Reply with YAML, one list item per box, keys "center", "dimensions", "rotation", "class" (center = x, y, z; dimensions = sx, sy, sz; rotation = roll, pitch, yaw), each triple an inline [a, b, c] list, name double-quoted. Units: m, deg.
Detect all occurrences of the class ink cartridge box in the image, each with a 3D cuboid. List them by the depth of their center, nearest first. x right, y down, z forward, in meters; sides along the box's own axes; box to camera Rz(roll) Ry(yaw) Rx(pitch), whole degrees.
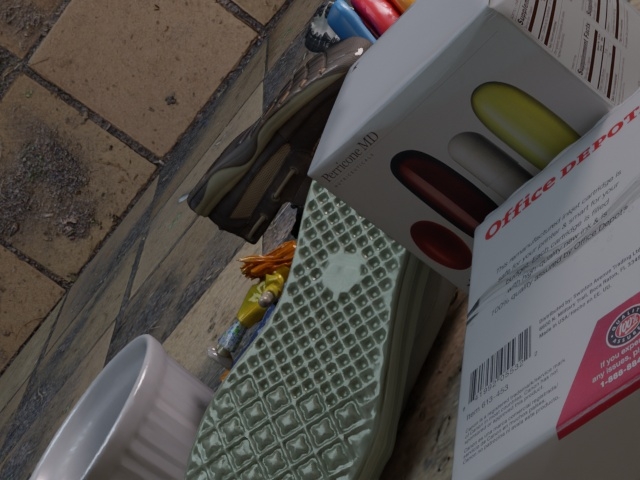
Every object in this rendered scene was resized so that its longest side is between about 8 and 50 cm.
- center: [0.169, 0.042, 0.622]
  dimensions: [0.172, 0.100, 0.237]
  rotation: [-43, 19, 34]
  class: "ink cartridge box"

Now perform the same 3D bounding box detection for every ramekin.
- center: [-0.220, 0.257, 1.256]
  dimensions: [0.277, 0.135, 0.277]
  rotation: [-49, 16, 19]
  class: "ramekin"

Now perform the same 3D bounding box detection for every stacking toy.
- center: [0.169, -0.306, 1.339]
  dimensions: [0.302, 0.166, 0.175]
  rotation: [-40, 6, 8]
  class: "stacking toy"

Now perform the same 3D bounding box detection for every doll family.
- center: [-0.044, 0.078, 1.147]
  dimensions: [0.163, 0.118, 0.263]
  rotation: [-53, 15, 1]
  class: "doll family"

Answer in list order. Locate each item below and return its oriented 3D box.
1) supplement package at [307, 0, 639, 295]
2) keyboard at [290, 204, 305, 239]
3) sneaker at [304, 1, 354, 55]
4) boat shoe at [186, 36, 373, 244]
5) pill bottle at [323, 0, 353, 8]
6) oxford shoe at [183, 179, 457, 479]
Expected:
- center: [0.139, -0.081, 0.789]
  dimensions: [0.194, 0.203, 0.149]
  rotation: [-42, 19, 40]
  class: "supplement package"
- center: [0.025, -0.084, 1.434]
  dimensions: [0.201, 0.033, 0.317]
  rotation: [-44, 17, 16]
  class: "keyboard"
- center: [0.076, -0.287, 1.618]
  dimensions: [0.107, 0.110, 0.275]
  rotation: [-67, 29, 16]
  class: "sneaker"
- center: [-0.023, -0.113, 1.349]
  dimensions: [0.355, 0.130, 0.132]
  rotation: [-38, 15, 45]
  class: "boat shoe"
- center: [0.133, -0.544, 1.803]
  dimensions: [0.363, 0.210, 0.210]
  rotation: [-58, 16, -13]
  class: "pill bottle"
- center: [0.018, 0.106, 0.918]
  dimensions: [0.169, 0.130, 0.449]
  rotation: [12, 71, 31]
  class: "oxford shoe"
